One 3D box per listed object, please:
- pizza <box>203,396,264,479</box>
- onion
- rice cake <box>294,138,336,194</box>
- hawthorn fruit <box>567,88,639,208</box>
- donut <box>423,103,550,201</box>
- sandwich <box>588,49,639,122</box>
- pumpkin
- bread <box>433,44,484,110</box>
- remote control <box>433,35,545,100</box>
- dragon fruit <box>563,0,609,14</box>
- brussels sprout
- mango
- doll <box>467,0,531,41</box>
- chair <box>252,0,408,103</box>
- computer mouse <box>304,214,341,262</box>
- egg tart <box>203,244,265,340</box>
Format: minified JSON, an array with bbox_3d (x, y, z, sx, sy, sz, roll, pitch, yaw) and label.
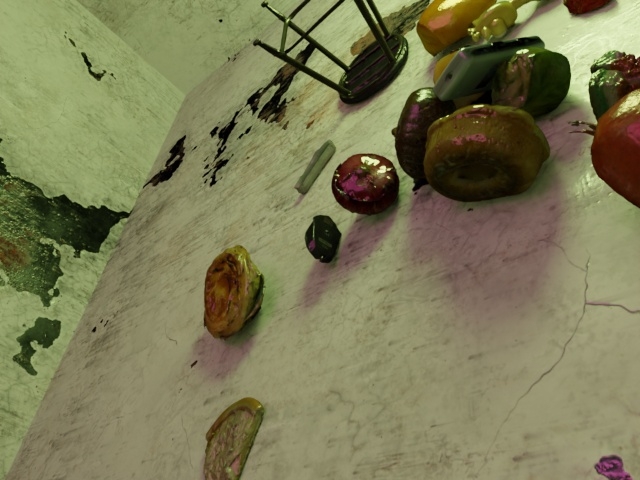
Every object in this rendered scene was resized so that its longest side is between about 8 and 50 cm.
[{"bbox_3d":[-0.226,0.500,1.390,0.181,0.034,0.262,-19,43,41],"label":"pizza"},{"bbox_3d":[0.121,-0.141,1.549,0.183,0.147,0.184,-2,66,4],"label":"onion"},{"bbox_3d":[-0.014,-0.242,1.912,0.036,0.047,0.207,25,79,43],"label":"rice cake"},{"bbox_3d":[0.525,-0.150,0.914,0.299,0.211,0.211,35,86,39],"label":"hawthorn fruit"},{"bbox_3d":[0.334,-0.180,1.228,0.261,0.208,0.128,-15,46,51],"label":"donut"},{"bbox_3d":[0.566,-0.244,1.005,0.109,0.185,0.160,-53,21,-20],"label":"sandwich"},{"bbox_3d":[0.248,-0.266,1.422,0.162,0.219,0.219,11,61,22],"label":"pumpkin"},{"bbox_3d":[0.383,-0.436,1.515,0.160,0.140,0.169,-38,32,31],"label":"bread"},{"bbox_3d":[0.397,-0.403,1.348,0.296,0.056,0.140,-21,-19,-32],"label":"remote control"},{"bbox_3d":[0.642,-0.622,1.431,0.106,0.083,0.162,-31,38,34],"label":"dragon fruit"},{"bbox_3d":[0.471,-0.345,1.294,0.183,0.145,0.131,111,146,-59],"label":"brussels sprout"},{"bbox_3d":[0.414,-0.684,1.735,0.257,0.138,0.187,-45,24,-2],"label":"mango"},{"bbox_3d":[0.535,-0.643,1.585,0.291,0.086,0.117,-37,37,17],"label":"doll"},{"bbox_3d":[0.057,-0.700,1.954,0.364,0.410,0.362,-34,33,26],"label":"chair"},{"bbox_3d":[0.000,0.000,1.578,0.057,0.099,0.172,-38,29,37],"label":"computer mouse"},{"bbox_3d":[-0.244,0.159,1.712,0.297,0.132,0.297,-30,49,42],"label":"egg tart"}]
